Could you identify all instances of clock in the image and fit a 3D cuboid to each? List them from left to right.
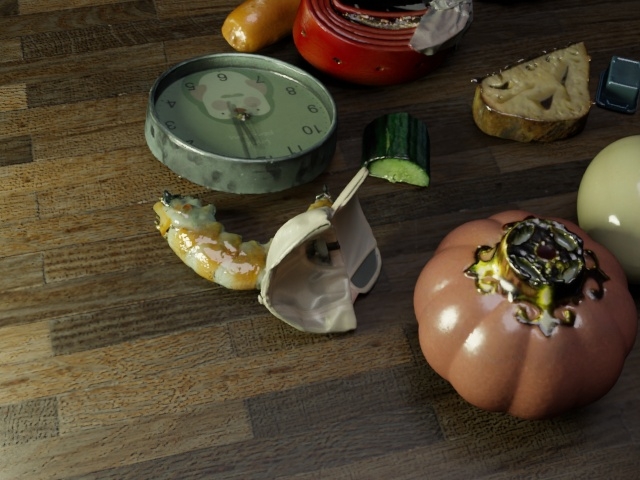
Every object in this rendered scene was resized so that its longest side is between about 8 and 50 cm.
[{"bbox_3d":[-0.126,-0.199,1.531,0.318,0.066,0.319,6,43,-5],"label":"clock"}]

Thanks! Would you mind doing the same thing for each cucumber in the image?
[{"bbox_3d":[0.127,-0.152,1.550,0.116,0.062,0.115,6,49,0],"label":"cucumber"}]

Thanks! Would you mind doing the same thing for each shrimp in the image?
[{"bbox_3d":[-0.097,-0.007,1.420,0.286,0.068,0.185,-10,56,-13],"label":"shrimp"}]

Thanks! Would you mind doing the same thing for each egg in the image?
[{"bbox_3d":[0.482,-0.047,1.410,0.185,0.186,0.242,7,57,2],"label":"egg"}]

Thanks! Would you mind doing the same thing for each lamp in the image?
[{"bbox_3d":[0.277,0.085,1.263,0.305,0.240,0.306,1,52,-2],"label":"lamp"}]

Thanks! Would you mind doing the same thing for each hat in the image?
[{"bbox_3d":[0.000,0.000,1.351,0.164,0.220,0.226,-5,40,7],"label":"hat"}]

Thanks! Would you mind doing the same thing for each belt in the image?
[{"bbox_3d":[0.114,-0.400,1.669,0.323,0.115,0.227,-8,69,-19],"label":"belt"}]

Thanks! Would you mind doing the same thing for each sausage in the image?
[{"bbox_3d":[-0.081,-0.419,1.722,0.098,0.098,0.238,39,58,23],"label":"sausage"}]

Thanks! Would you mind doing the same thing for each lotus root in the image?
[{"bbox_3d":[0.388,-0.250,1.632,0.260,0.074,0.170,-18,56,-18],"label":"lotus root"}]

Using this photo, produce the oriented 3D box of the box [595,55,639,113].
[{"bbox_3d":[0.538,-0.281,1.675,0.074,0.054,0.099,17,53,7],"label":"box"}]
